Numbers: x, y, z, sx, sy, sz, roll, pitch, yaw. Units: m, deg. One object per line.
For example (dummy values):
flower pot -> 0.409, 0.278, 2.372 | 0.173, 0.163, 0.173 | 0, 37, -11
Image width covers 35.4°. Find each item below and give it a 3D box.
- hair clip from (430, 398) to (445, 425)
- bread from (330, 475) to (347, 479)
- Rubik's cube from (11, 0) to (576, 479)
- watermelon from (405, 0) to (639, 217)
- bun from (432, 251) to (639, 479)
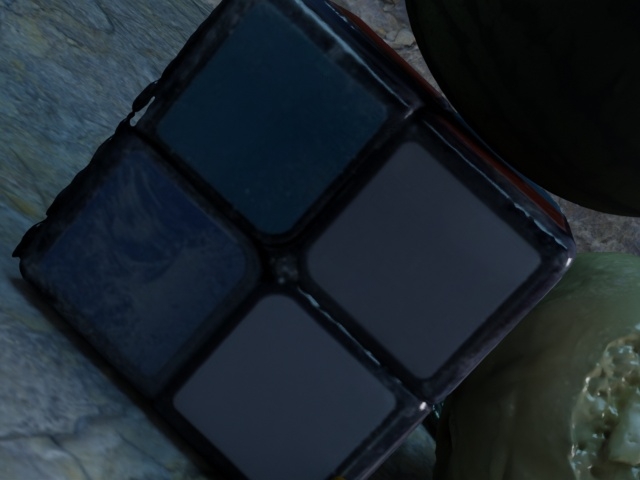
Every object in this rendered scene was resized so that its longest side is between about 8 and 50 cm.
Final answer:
hair clip -> 0.149, 0.188, 1.215 | 0.066, 0.036, 0.229 | 18, 47, -50
bread -> 0.042, 0.264, 0.646 | 0.088, 0.049, 0.226 | 32, 27, -27
Rubik's cube -> 0.000, 0.000, 0.861 | 0.318, 0.316, 0.313 | 45, 13, 4
watermelon -> 0.232, -0.163, 0.751 | 0.359, 0.279, 0.279 | 39, 14, -21
bun -> 0.214, 0.185, 0.945 | 0.202, 0.364, 0.364 | 9, 18, -3
